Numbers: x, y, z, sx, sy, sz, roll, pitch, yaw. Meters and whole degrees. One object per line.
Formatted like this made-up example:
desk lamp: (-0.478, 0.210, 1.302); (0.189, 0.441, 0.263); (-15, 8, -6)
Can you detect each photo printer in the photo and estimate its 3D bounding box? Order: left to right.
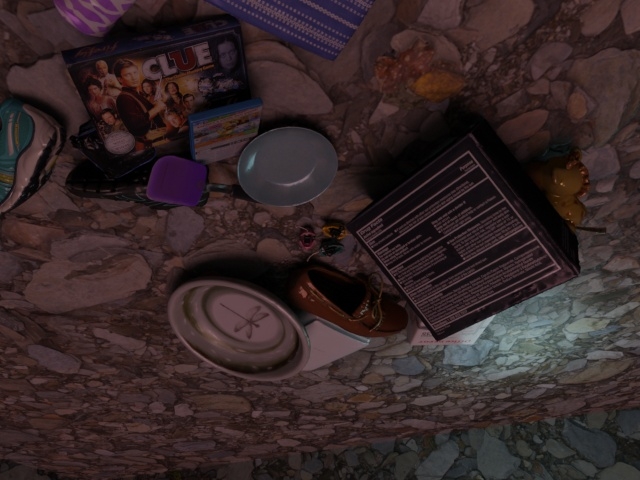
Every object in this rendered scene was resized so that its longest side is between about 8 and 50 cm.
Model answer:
photo printer: (-0.041, 0.299, 1.408); (0.308, 0.107, 0.256); (-32, 134, 30)

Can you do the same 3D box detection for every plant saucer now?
plant saucer: (-0.211, 0.223, 1.247); (0.401, 0.100, 0.400); (9, 130, 11)
plant saucer: (-0.065, -0.147, 0.889); (0.195, 0.037, 0.194); (-8, 138, -7)

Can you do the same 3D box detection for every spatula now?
spatula: (-0.185, -0.098, 0.882); (0.297, 0.030, 0.084); (4, 107, -51)

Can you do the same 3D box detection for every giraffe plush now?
giraffe plush: (0.471, -0.092, 0.938); (0.211, 0.181, 0.170); (-4, 121, 17)

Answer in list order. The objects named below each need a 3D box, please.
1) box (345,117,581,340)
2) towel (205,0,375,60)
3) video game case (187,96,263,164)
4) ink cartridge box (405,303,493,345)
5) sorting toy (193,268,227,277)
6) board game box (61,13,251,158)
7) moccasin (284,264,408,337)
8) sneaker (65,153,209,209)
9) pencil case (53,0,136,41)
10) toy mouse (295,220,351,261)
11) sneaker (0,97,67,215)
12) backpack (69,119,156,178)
box: (0.267, -0.019, 0.878); (0.296, 0.183, 0.294); (-37, 93, 35)
towel: (0.001, -0.413, 0.582); (0.243, 0.040, 0.336); (16, 140, -26)
video game case: (-0.163, -0.180, 0.784); (0.119, 0.015, 0.166); (-20, 170, -18)
ink cartridge box: (0.369, 0.183, 1.290); (0.208, 0.117, 0.282); (0, 141, -5)
sorting toy: (-0.289, 0.090, 1.199); (0.062, 0.012, 0.083); (-21, 142, 27)
board game box: (-0.231, -0.233, 0.702); (0.244, 0.042, 0.165); (-21, 144, -15)
moccasin: (0.093, 0.158, 1.236); (0.380, 0.139, 0.147); (29, 140, -23)
sneaker: (-0.347, -0.098, 0.888); (0.268, 0.101, 0.106); (-1, 144, -3)
pencil case: (-0.253, -0.350, 0.597); (0.206, 0.086, 0.088); (-22, 162, 24)
toy mouse: (0.000, 0.000, 1.096); (0.161, 0.031, 0.143); (14, 138, -21)
sneaker: (-0.557, -0.144, 0.836); (0.110, 0.107, 0.275); (38, 123, -16)
backpack: (-0.346, -0.179, 0.797); (0.115, 0.084, 0.105); (-19, 138, 13)
